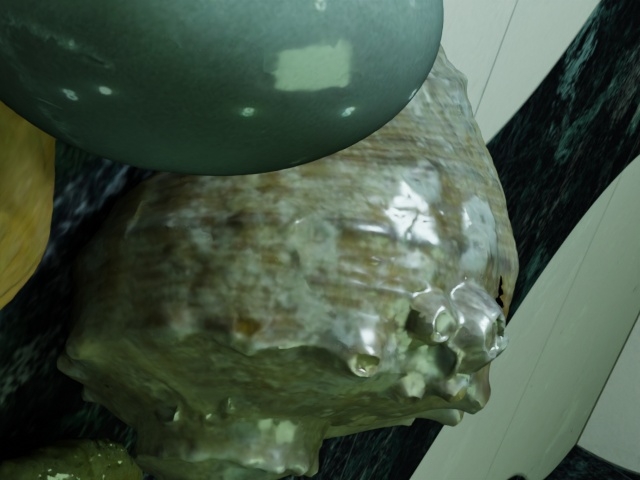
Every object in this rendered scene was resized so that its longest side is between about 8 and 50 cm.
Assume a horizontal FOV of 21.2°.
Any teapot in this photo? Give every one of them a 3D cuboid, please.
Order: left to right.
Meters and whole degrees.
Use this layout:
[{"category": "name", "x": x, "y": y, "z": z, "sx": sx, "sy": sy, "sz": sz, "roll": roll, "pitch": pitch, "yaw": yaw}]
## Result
[{"category": "teapot", "x": -0.032, "y": -0.155, "z": 0.573, "sx": 0.183, "sy": 0.183, "sz": 0.251, "roll": -30, "pitch": 137, "yaw": -58}]

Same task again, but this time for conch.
[{"category": "conch", "x": 0.014, "y": 0.012, "z": 0.933, "sx": 0.352, "sy": 0.210, "sz": 0.297, "roll": -51, "pitch": 176, "yaw": -19}]

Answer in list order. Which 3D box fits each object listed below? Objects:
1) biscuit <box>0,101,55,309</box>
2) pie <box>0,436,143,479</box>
[{"category": "biscuit", "x": -0.162, "y": -0.007, "z": 0.673, "sx": 0.142, "sy": 0.029, "sz": 0.221, "roll": -56, "pitch": 163, "yaw": -9}, {"category": "pie", "x": -0.160, "y": 0.179, "z": 0.919, "sx": 0.193, "sy": 0.079, "sz": 0.163, "roll": -28, "pitch": 141, "yaw": -61}]
